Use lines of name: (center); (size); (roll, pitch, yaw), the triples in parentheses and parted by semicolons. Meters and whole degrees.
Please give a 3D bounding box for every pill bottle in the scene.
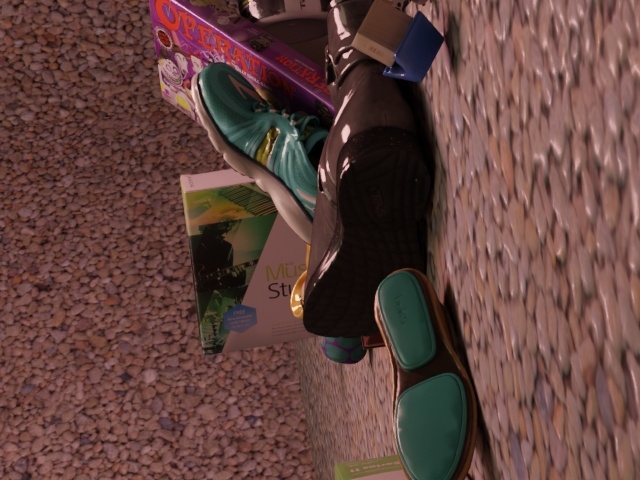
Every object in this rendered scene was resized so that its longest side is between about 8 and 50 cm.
pill bottle: (-0.051, -0.383, 1.953); (0.130, 0.130, 0.245); (111, 152, -80)

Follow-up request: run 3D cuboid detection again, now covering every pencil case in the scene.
pencil case: (0.032, 0.102, 2.069); (0.151, 0.064, 0.070); (89, 156, -50)

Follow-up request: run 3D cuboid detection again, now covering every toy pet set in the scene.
toy pet set: (0.080, -0.192, 1.228); (0.114, 0.065, 0.122); (-62, 2, -11)

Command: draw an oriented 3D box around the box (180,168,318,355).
box: (-0.092, 0.026, 2.448); (0.058, 0.232, 0.322); (-113, 15, -57)

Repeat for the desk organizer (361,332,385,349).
desk organizer: (0.063, 0.052, 1.727); (0.050, 0.047, 0.130); (101, 162, -68)

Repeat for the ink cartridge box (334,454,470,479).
ink cartridge box: (0.093, 0.324, 1.310); (0.353, 0.119, 0.207); (-129, 33, -82)

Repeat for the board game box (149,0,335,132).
board game box: (-0.082, -0.182, 1.943); (0.347, 0.056, 0.208); (36, 145, 28)

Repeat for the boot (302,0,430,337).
boot: (0.043, -0.068, 1.531); (0.338, 0.118, 0.222); (107, 161, -51)

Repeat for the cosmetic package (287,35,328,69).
cosmetic package: (-0.049, -0.283, 2.202); (0.309, 0.113, 0.160); (-146, 49, -85)

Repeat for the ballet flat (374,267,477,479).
ballet flat: (0.102, 0.128, 1.340); (0.073, 0.080, 0.232); (46, -151, -47)

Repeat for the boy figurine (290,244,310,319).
boy figurine: (0.000, 0.000, 2.170); (0.285, 0.092, 0.177); (92, 168, -45)

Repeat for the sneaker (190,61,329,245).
sneaker: (-0.038, -0.118, 1.827); (0.275, 0.107, 0.110); (45, 133, 4)
